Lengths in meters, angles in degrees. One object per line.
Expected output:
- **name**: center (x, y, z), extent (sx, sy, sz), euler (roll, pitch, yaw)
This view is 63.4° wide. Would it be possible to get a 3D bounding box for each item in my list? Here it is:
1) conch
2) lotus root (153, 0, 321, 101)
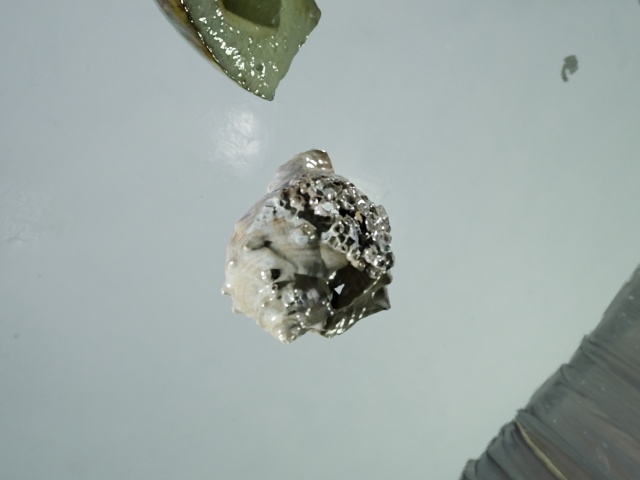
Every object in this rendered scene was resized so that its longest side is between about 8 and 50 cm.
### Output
- **conch**: center (0.000, 0.000, 0.538), extent (0.163, 0.245, 0.178), euler (-19, 135, 26)
- **lotus root**: center (-0.122, -0.290, 0.556), extent (0.142, 0.210, 0.314), euler (-45, 141, 6)
